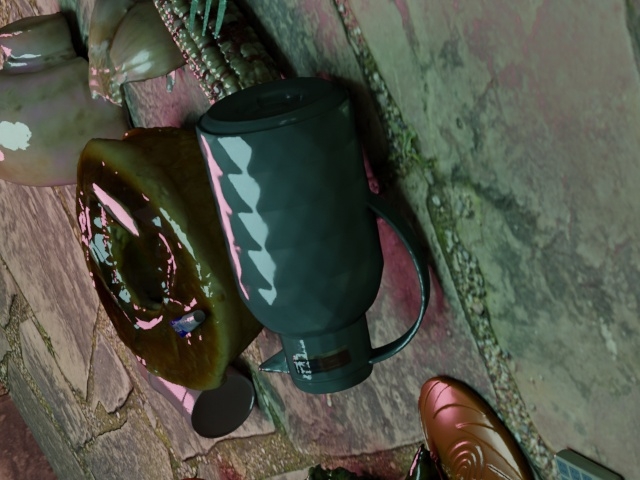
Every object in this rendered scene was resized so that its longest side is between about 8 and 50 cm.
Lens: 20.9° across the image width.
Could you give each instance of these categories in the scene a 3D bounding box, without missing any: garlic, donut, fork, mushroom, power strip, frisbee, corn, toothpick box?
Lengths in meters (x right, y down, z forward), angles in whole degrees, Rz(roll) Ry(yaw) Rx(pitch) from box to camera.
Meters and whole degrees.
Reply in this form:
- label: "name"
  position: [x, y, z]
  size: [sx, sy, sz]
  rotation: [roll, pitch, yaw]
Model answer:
- label: "garlic"
  position: [-0.193, -0.212, 1.881]
  size: [0.174, 0.099, 0.124]
  rotation: [20, 115, 55]
- label: "donut"
  position: [-0.163, 0.008, 2.007]
  size: [0.330, 0.160, 0.330]
  rotation: [35, 143, 31]
- label: "fork"
  position: [-0.102, -0.302, 1.607]
  size: [0.039, 0.021, 0.235]
  rotation: [14, 120, 20]
- label: "mushroom"
  position: [-0.349, -0.154, 2.195]
  size: [0.162, 0.173, 0.236]
  rotation: [24, 137, 56]
- label: "power strip"
  position: [0.232, 0.208, 1.485]
  size: [0.090, 0.016, 0.040]
  rotation: [24, 137, 59]
- label: "frisbee"
  position: [0.146, 0.222, 1.683]
  size: [0.192, 0.035, 0.192]
  rotation: [50, 157, 31]
- label: "corn"
  position: [-0.116, -0.214, 1.701]
  size: [0.237, 0.079, 0.079]
  rotation: [56, 158, 18]
- label: "toothpick box"
  position: [-0.164, 0.181, 2.271]
  size: [0.149, 0.098, 0.098]
  rotation: [39, 150, 45]

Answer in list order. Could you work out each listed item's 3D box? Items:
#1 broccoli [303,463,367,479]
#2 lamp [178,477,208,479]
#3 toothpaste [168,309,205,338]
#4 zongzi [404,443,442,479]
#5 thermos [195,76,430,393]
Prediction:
- label: "broccoli"
  position: [-0.107, 0.400, 2.036]
  size: [0.275, 0.397, 0.353]
  rotation: [-103, -4, -56]
- label: "lamp"
  position: [-0.176, 0.440, 2.506]
  size: [0.164, 0.188, 0.187]
  rotation: [12, 127, 64]
- label: "toothpaste"
  position: [-0.147, 0.091, 1.904]
  size: [0.024, 0.015, 0.083]
  rotation: [51, 153, -3]
- label: "zongzi"
  position: [-0.004, 0.428, 1.814]
  size: [0.208, 0.403, 0.432]
  rotation: [-81, -26, -64]
- label: "thermos"
  position: [0.000, 0.000, 1.596]
  size: [0.145, 0.182, 0.286]
  rotation: [-61, -40, -63]
